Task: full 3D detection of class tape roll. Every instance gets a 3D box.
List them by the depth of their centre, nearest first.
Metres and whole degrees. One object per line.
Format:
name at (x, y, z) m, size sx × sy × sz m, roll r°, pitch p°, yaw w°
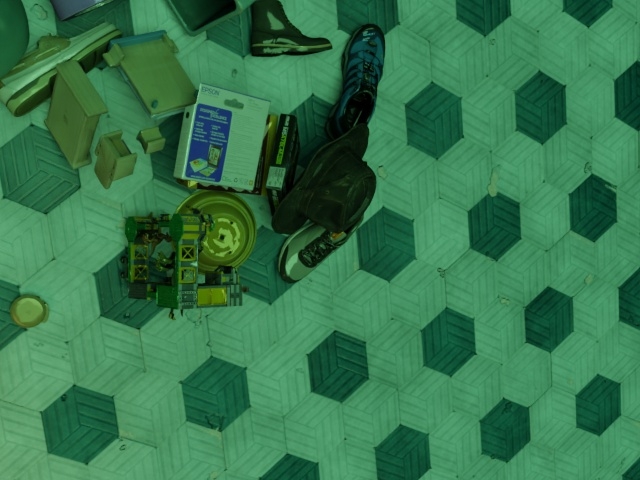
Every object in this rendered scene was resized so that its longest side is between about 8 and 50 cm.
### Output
tape roll at (-0.480, -0.535, 1.740) m, size 0.189 × 0.189 × 0.080 m, roll -28°, pitch 108°, yaw -15°

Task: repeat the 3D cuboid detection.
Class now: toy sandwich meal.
toy sandwich meal at (-0.661, 0.159, 1.877) m, size 0.086 × 0.029 × 0.085 m, roll -3°, pitch 101°, yaw -16°

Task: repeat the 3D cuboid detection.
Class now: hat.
hat at (0.044, -0.108, 1.935) m, size 0.134 × 0.331 × 0.331 m, roll 41°, pitch 82°, yaw 13°

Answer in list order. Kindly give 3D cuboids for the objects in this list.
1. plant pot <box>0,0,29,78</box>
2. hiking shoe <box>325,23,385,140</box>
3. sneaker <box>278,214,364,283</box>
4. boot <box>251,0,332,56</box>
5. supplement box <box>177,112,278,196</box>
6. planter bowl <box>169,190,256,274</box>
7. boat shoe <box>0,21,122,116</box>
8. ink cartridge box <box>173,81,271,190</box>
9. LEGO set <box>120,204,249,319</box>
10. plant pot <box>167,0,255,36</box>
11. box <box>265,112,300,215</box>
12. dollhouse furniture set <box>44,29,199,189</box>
plant pot at (-0.720, -0.437, 1.618) m, size 0.293 × 0.293 × 0.235 m, roll -45°, pitch 139°, yaw -8°
hiking shoe at (0.109, -0.381, 2.021) m, size 0.113 × 0.132 × 0.304 m, roll 12°, pitch 95°, yaw -22°
sneaker at (0.000, 0.000, 2.059) m, size 0.271 × 0.108 × 0.100 m, roll -46°, pitch 114°, yaw -6°
boot at (-0.070, -0.512, 1.966) m, size 0.198 × 0.077 × 0.137 m, roll -6°, pitch 96°, yaw -21°
supplement box at (-0.220, -0.212, 1.926) m, size 0.194 × 0.129 × 0.191 m, roll 4°, pitch 98°, yaw -22°
planter bowl at (-0.245, -0.013, 1.972) m, size 0.217 × 0.090 × 0.217 m, roll -4°, pitch 101°, yaw -20°
boat shoe at (-0.566, -0.393, 1.769) m, size 0.302 × 0.113 × 0.103 m, roll -42°, pitch 90°, yaw -24°
ink cartridge box at (-0.211, -0.223, 1.792) m, size 0.206 × 0.045 × 0.208 m, roll 7°, pitch 98°, yaw -47°
LEGO set at (-0.294, 0.045, 1.859) m, size 0.192 × 0.331 × 0.254 m, roll 0°, pitch 82°, yaw -39°
plant pot at (-0.210, -0.638, 1.806) m, size 0.252 × 0.248 × 0.247 m, roll -43°, pitch 112°, yaw -28°
box at (-0.086, -0.172, 1.928) m, size 0.045 × 0.184 × 0.190 m, roll 8°, pitch 71°, yaw 6°
dollhouse furniture set at (-0.399, -0.269, 1.806) m, size 0.303 × 0.198 × 0.286 m, roll -25°, pitch 74°, yaw -35°
